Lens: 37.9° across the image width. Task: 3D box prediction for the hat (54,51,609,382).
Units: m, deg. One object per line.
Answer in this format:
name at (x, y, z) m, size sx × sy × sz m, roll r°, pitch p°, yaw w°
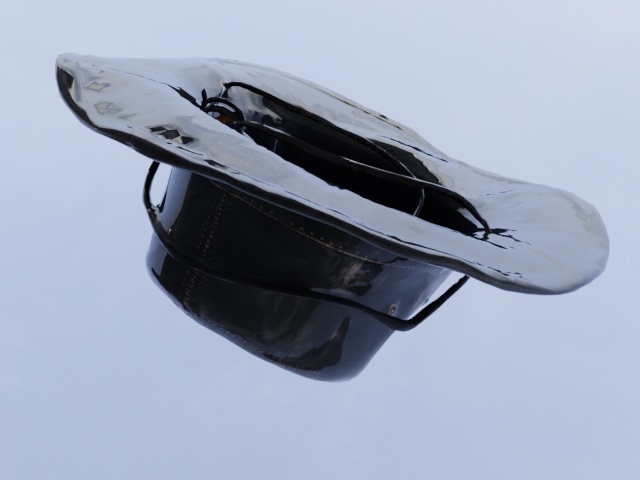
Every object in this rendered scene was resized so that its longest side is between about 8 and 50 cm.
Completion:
hat at (0.000, 0.000, 0.535) m, size 0.331 × 0.331 × 0.134 m, roll 25°, pitch -73°, yaw 20°
